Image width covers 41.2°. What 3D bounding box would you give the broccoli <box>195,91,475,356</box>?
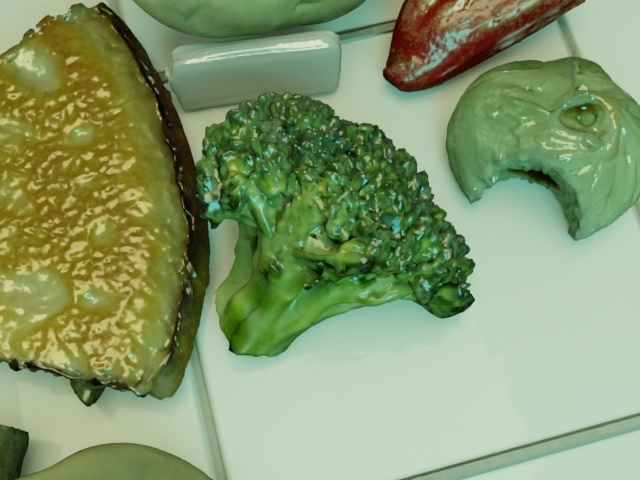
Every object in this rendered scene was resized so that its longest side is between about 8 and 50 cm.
[{"bbox_3d":[0.000,0.000,0.827,0.245,0.248,0.288,-42,85,23],"label":"broccoli"}]

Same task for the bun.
[{"bbox_3d":[0.241,-0.104,0.879,0.212,0.126,0.204,-7,69,-2],"label":"bun"}]

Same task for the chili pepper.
[{"bbox_3d":[0.164,-0.268,0.949,0.253,0.136,0.144,-34,109,-3],"label":"chili pepper"}]

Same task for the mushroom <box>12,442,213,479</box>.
[{"bbox_3d":[-0.156,0.310,0.613,0.314,0.336,0.314,3,81,-18],"label":"mushroom"}]

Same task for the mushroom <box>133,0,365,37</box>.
[{"bbox_3d":[-0.074,-0.360,0.884,0.325,0.353,0.353,44,74,-10],"label":"mushroom"}]

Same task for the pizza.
[{"bbox_3d":[-0.259,-0.007,0.864,0.392,0.080,0.435,40,76,12],"label":"pizza"}]

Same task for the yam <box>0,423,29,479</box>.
[{"bbox_3d":[-0.335,0.257,0.754,0.107,0.107,0.194,9,71,3],"label":"yam"}]

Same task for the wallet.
[{"bbox_3d":[-0.071,-0.183,0.918,0.190,0.095,0.033,-6,63,-4],"label":"wallet"}]
